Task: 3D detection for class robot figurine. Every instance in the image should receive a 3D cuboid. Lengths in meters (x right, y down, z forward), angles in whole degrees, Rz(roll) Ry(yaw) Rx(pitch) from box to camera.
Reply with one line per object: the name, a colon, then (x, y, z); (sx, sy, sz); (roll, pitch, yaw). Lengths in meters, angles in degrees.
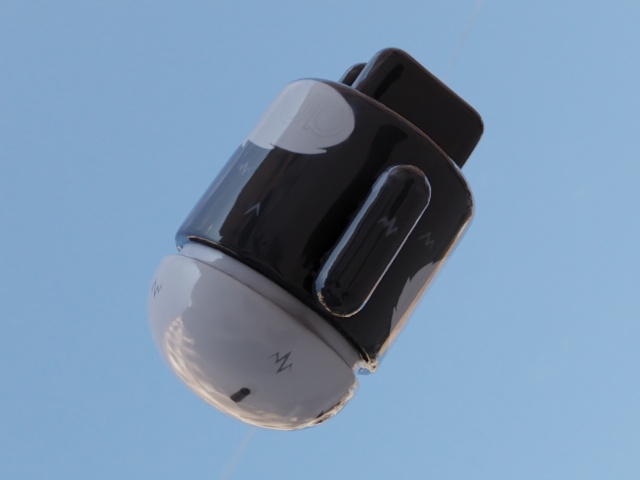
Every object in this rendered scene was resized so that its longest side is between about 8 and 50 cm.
robot figurine: (0.001, 0.002, 0.993); (0.278, 0.173, 0.209); (-55, -26, -15)
